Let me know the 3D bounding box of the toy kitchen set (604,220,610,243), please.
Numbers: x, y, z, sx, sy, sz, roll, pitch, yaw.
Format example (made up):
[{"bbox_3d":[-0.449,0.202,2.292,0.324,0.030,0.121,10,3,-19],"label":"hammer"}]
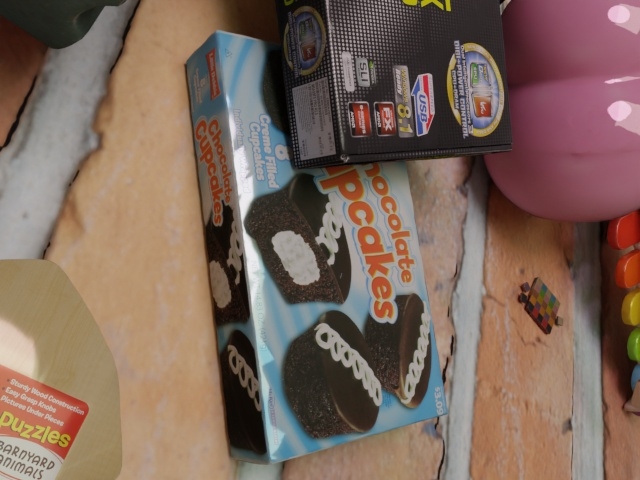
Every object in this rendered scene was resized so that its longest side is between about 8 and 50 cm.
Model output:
[{"bbox_3d":[0.447,-0.016,0.883,0.068,0.083,0.075,77,32,-55],"label":"toy kitchen set"}]

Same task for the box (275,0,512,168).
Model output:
[{"bbox_3d":[0.064,-0.200,0.519,0.216,0.060,0.269,-9,95,-39],"label":"box"}]

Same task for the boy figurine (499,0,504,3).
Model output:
[{"bbox_3d":[0.072,-0.308,0.640,0.285,0.092,0.177,5,55,-41],"label":"boy figurine"}]

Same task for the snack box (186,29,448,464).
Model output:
[{"bbox_3d":[0.000,0.000,0.525,0.187,0.060,0.321,-1,78,-39],"label":"snack box"}]

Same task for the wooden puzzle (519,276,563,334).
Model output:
[{"bbox_3d":[0.264,0.077,0.748,0.083,0.006,0.049,47,54,-19],"label":"wooden puzzle"}]

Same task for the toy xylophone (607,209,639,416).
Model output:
[{"bbox_3d":[0.415,0.069,0.766,0.236,0.081,0.322,-8,99,-40],"label":"toy xylophone"}]

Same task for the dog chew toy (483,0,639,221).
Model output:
[{"bbox_3d":[0.274,-0.192,0.663,0.207,0.207,0.331,-19,111,-40],"label":"dog chew toy"}]

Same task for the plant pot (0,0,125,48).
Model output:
[{"bbox_3d":[-0.194,-0.300,0.305,0.334,0.341,0.341,40,56,-34],"label":"plant pot"}]

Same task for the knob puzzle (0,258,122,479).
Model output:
[{"bbox_3d":[-0.203,0.098,0.358,0.213,0.030,0.213,11,71,-35],"label":"knob puzzle"}]
